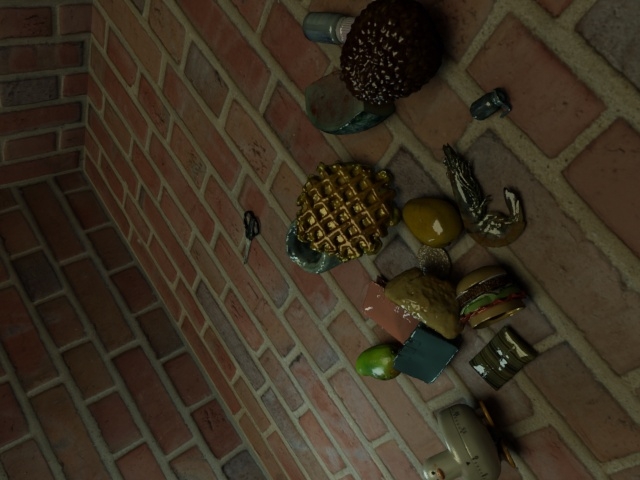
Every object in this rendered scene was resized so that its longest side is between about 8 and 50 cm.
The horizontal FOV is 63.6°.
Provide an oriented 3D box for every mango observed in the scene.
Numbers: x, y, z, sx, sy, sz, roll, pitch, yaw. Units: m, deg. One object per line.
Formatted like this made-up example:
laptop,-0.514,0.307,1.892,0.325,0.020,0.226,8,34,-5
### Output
mango,0.300,-0.056,1.404,0.195,0.098,0.137,43,138,47
mango,0.203,0.419,1.756,0.233,0.111,0.125,-43,67,50

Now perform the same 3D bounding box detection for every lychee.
lychee,0.168,-0.450,1.237,0.236,0.271,0.236,38,175,4

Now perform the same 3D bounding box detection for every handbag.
handbag,0.238,0.225,1.653,0.212,0.059,0.157,37,135,31
handbag,0.318,0.342,1.567,0.144,0.057,0.221,22,134,0

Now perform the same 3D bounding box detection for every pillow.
pillow,0.494,0.329,1.418,0.113,0.038,0.203,47,139,23

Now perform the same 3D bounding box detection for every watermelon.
watermelon,0.087,-0.411,1.474,0.318,0.148,0.226,40,119,49

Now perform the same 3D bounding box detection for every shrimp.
shrimp,0.403,-0.119,1.283,0.169,0.058,0.296,-18,100,47

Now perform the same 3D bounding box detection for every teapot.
teapot,0.392,-0.308,1.194,0.083,0.049,0.064,-29,86,52

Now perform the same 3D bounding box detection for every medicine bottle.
medicine bottle,0.042,-0.589,1.438,0.203,0.083,0.084,28,129,41

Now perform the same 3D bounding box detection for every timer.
timer,0.407,0.603,1.495,0.240,0.233,0.234,-27,86,8

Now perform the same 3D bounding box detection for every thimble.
thimble,0.000,0.000,1.728,0.205,0.171,0.250,56,140,10

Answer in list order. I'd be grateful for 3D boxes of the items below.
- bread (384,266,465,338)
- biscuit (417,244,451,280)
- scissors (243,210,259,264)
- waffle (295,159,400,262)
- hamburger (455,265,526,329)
bread,0.304,0.166,1.438,0.244,0.244,0.134,30,89,38
biscuit,0.328,0.063,1.495,0.120,0.015,0.120,27,128,40
scissors,-0.312,0.001,2.226,0.109,0.022,0.300,47,139,29
waffle,0.076,-0.086,1.542,0.324,0.068,0.302,14,94,19
hamburger,0.421,0.139,1.308,0.175,0.175,0.137,-52,55,49
